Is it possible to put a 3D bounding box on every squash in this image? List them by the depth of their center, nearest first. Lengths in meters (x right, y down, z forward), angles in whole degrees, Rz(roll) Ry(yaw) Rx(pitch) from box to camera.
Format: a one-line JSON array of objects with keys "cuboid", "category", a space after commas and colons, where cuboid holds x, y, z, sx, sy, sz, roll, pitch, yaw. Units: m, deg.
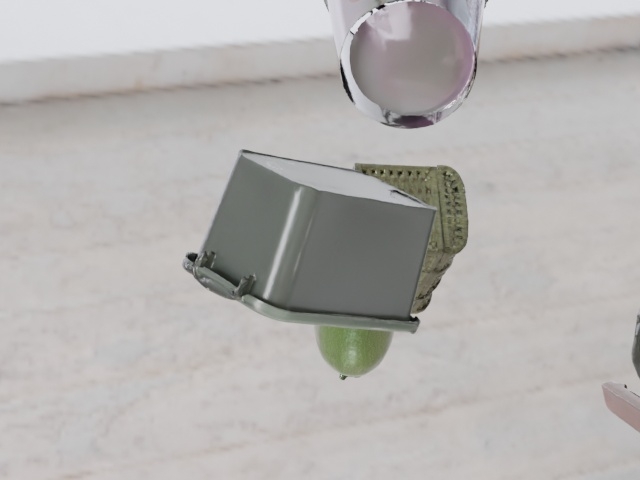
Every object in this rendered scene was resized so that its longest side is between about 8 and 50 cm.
[{"cuboid": [0.046, 0.061, 1.798, 0.107, 0.395, 0.107, 3, 58, -4], "category": "squash"}]

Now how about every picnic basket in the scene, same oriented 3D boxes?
[{"cuboid": [0.101, 0.002, 1.989, 0.154, 0.196, 0.134, 3, 62, -12], "category": "picnic basket"}]

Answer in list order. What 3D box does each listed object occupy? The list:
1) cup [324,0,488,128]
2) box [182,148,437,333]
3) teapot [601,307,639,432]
[{"cuboid": [0.091, -0.234, 1.572, 0.203, 0.203, 0.288, 9, 28, -2], "category": "cup"}, {"cuboid": [0.000, 0.000, 1.527, 0.243, 0.135, 0.163, 9, 13, -44], "category": "box"}, {"cuboid": [0.563, 0.165, 1.958, 0.376, 0.306, 0.362, -18, 12, -13], "category": "teapot"}]
